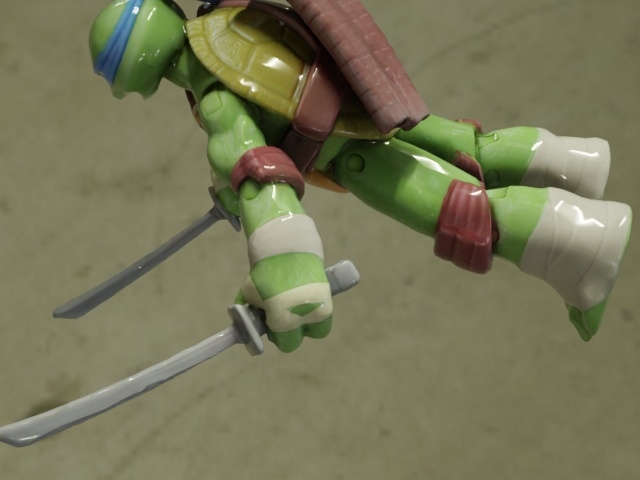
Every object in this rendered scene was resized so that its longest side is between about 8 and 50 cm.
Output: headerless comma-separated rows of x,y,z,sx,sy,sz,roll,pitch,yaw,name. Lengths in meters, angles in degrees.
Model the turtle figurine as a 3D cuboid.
0.000,0.000,0.929,0.266,0.198,0.274,14,79,-4,turtle figurine
